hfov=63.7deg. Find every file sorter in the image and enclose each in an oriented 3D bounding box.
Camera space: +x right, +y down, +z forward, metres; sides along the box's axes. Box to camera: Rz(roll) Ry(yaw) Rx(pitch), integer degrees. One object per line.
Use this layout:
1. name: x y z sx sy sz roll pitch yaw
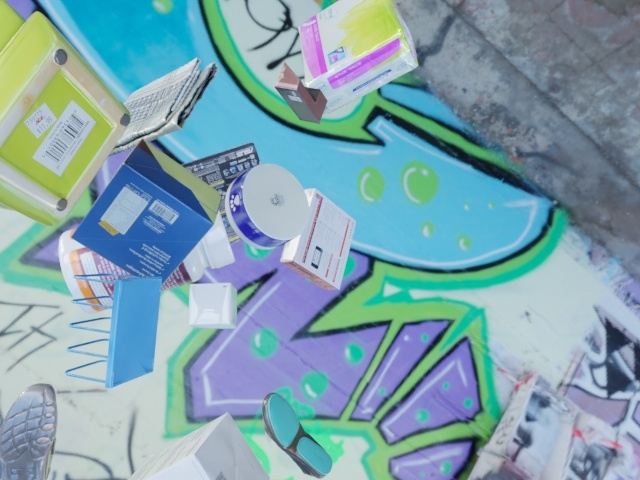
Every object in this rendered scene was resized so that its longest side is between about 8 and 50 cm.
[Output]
1. file sorter: -0.351 0.143 0.870 0.104 0.171 0.118 5 180 15

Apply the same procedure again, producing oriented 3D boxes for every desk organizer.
1. desk organizer: -0.033 -0.269 0.949 0.047 0.050 0.130 16 172 22

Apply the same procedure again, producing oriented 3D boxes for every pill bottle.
1. pill bottle: -0.437 0.027 1.339 0.224 0.391 0.224 163 90 -81

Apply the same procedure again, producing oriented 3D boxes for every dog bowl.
1. dog bowl: -0.168 -0.110 1.657 0.265 0.265 0.104 44 140 -19

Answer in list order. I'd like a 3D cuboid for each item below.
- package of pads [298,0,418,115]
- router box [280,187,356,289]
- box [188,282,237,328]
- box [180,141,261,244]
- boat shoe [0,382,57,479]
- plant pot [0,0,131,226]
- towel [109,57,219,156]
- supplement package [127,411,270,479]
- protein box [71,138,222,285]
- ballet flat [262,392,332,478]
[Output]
1. package of pads: 0.075 -0.431 1.117 0.229 0.297 0.101 -25 134 17
2. router box: 0.000 0.000 2.170 0.082 0.336 0.301 -5 150 41
3. box: -0.257 0.159 1.238 0.101 0.101 0.087 -1 165 -1
4. box: -0.366 -0.136 1.801 0.097 0.394 0.319 1 113 60
5. boat shoe: -0.711 0.499 1.262 0.123 0.325 0.116 13 -176 -16
6. plant pot: -0.389 -0.158 0.637 0.207 0.228 0.227 23 165 17
7. towel: -0.440 -0.352 1.353 0.323 0.312 0.056 -12 131 25
8. supplement package: -0.299 0.582 1.201 0.199 0.262 0.198 58 -165 -1
9. protein box: -0.342 -0.050 1.035 0.199 0.201 0.136 36 -157 -21
10. ballet flat: -0.082 0.506 1.312 0.096 0.095 0.281 -22 108 40
